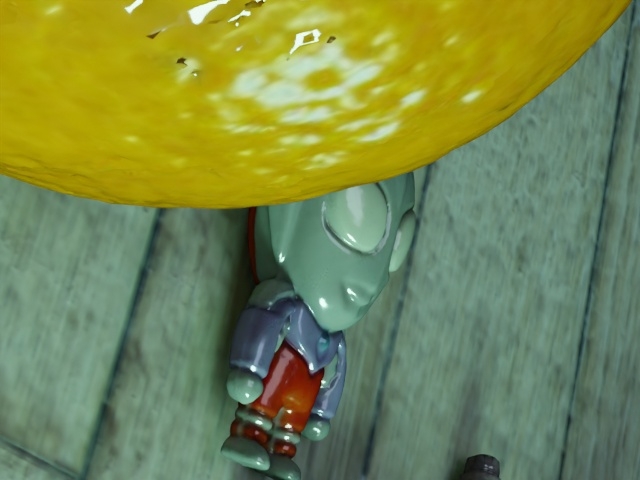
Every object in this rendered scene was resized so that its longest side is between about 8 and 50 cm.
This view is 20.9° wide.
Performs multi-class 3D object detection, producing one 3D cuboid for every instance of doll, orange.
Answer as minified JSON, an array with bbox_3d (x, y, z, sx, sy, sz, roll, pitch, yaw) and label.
[{"bbox_3d":[0.000,0.000,0.824,0.102,0.075,0.227,42,62,-58],"label":"doll"},{"bbox_3d":[-0.073,-0.201,0.544,0.424,0.326,0.424,49,15,-18],"label":"orange"}]

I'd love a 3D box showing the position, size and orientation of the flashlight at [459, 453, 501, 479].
[{"bbox_3d":[0.079,0.166,0.916,0.052,0.031,0.110,16,59,-8],"label":"flashlight"}]
